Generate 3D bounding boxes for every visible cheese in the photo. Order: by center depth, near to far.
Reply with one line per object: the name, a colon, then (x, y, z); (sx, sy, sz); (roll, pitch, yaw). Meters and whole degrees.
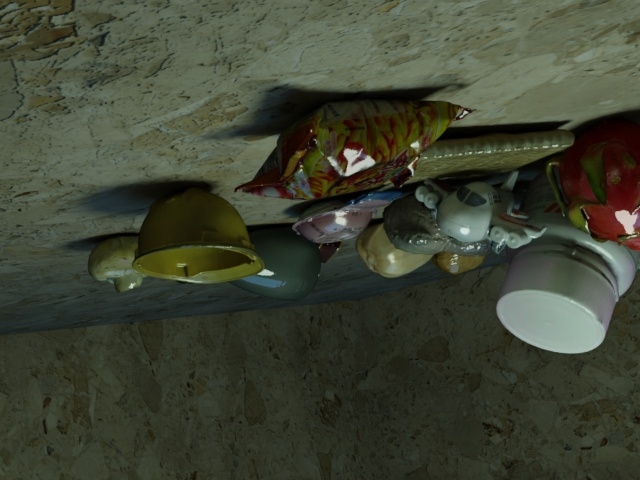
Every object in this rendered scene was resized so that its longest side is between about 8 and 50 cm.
cheese: (0.051, -0.052, 1.805); (0.189, 0.074, 0.286); (-5, 166, -35)

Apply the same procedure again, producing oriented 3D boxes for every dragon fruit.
dragon fruit: (0.533, -0.097, 1.559); (0.224, 0.227, 0.224); (-11, 159, -4)

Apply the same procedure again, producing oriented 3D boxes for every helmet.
helmet: (-0.209, -0.018, 1.491); (0.205, 0.140, 0.257); (-12, 165, 22)

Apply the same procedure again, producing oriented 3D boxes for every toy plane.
toy plane: (0.301, -0.062, 1.638); (0.252, 0.118, 0.252); (13, -155, -6)

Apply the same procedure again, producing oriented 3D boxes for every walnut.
walnut: (0.408, 0.026, 2.555); (0.180, 0.144, 0.144); (-11, 172, -17)

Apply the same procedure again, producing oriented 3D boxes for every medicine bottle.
medicine bottle: (0.494, 0.035, 1.741); (0.256, 0.324, 0.256); (21, 149, 13)

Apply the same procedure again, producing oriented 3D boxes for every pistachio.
pistachio: (0.194, 0.011, 2.206); (0.230, 0.157, 0.157); (-10, 174, -41)

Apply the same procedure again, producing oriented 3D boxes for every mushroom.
mushroom: (-0.402, 0.046, 1.788); (0.148, 0.112, 0.148); (-15, 179, 0)

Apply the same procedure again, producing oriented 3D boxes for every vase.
vase: (-0.169, 0.044, 1.924); (0.321, 0.173, 0.173); (5, 164, -42)

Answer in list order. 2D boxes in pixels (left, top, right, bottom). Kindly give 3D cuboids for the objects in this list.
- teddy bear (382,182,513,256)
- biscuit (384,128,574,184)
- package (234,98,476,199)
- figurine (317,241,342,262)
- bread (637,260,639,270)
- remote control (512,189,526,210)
teddy bear: (0.263, -0.044, 1.826); (0.267, 0.151, 0.236); (8, -163, -17)
biscuit: (0.254, -0.146, 1.516); (0.325, 0.044, 0.217); (-8, 172, -23)
package: (0.044, -0.129, 1.202); (0.288, 0.108, 0.223); (-14, 169, -32)
figurine: (-0.001, -0.001, 2.103); (0.098, 0.082, 0.154); (-28, 165, 20)
bread: (0.735, -0.072, 1.914); (0.239, 0.263, 0.395); (-15, 179, -31)
remote control: (0.392, -0.052, 2.102); (0.221, 0.103, 0.332); (0, 168, -24)
